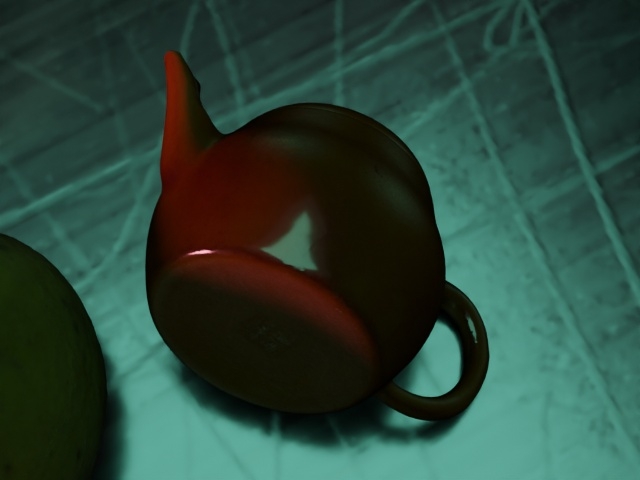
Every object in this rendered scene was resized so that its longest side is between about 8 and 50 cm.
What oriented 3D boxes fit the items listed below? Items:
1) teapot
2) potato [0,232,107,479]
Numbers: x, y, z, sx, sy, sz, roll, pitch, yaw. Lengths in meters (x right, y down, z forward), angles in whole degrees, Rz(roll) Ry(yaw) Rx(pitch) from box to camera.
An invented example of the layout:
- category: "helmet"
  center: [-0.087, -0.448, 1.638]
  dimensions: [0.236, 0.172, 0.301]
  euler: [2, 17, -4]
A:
- category: "teapot"
  center: [0.000, 0.000, 0.577]
  dimensions: [0.173, 0.116, 0.116]
  euler: [39, 74, -17]
- category: "potato"
  center: [-0.177, 0.101, 0.508]
  dimensions: [0.272, 0.111, 0.160]
  euler: [-43, 95, -20]
